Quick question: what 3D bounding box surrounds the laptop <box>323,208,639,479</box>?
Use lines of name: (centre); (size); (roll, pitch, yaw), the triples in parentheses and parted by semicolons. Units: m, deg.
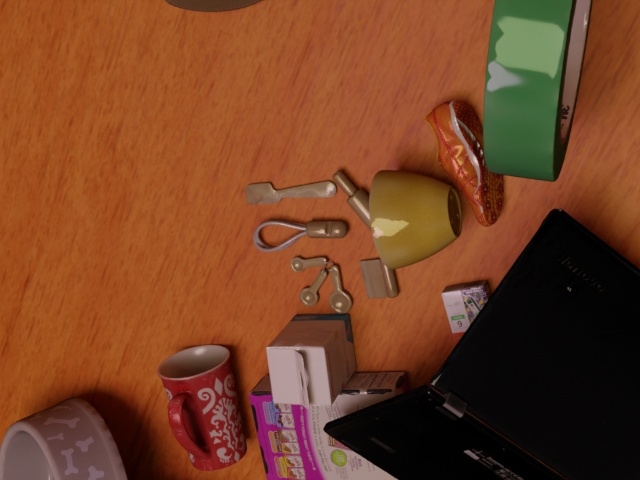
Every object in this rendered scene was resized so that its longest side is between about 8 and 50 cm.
laptop: (0.291, 0.219, 1.338); (0.382, 0.236, 0.408); (36, 146, -14)

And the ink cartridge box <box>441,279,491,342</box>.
ink cartridge box: (0.215, 0.117, 1.388); (0.063, 0.029, 0.115); (-12, 103, 23)

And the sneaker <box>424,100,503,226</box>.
sneaker: (0.193, -0.101, 1.317); (0.067, 0.064, 0.175); (-14, 99, 46)

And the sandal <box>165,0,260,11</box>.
sandal: (-0.093, -0.368, 1.328); (0.240, 0.088, 0.079); (-5, 75, 14)

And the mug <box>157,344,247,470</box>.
mug: (-0.189, 0.269, 1.530); (0.113, 0.150, 0.169); (7, 117, 44)

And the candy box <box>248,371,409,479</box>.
candy box: (0.023, 0.283, 1.492); (0.233, 0.071, 0.159); (-4, 107, 22)

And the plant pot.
plant pot: (0.132, -0.033, 1.309); (0.095, 0.134, 0.134); (-7, 105, 23)

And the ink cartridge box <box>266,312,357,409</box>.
ink cartridge box: (-0.014, 0.173, 1.428); (0.090, 0.143, 0.092); (-2, 107, 20)

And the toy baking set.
toy baking set: (0.006, -0.003, 1.425); (0.197, 0.030, 0.256); (-35, 93, 26)

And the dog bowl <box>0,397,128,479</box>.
dog bowl: (-0.422, 0.434, 1.602); (0.349, 0.102, 0.349); (10, 103, 51)

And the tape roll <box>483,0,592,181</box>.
tape roll: (0.249, -0.228, 1.098); (0.077, 0.321, 0.321); (10, 111, 17)
